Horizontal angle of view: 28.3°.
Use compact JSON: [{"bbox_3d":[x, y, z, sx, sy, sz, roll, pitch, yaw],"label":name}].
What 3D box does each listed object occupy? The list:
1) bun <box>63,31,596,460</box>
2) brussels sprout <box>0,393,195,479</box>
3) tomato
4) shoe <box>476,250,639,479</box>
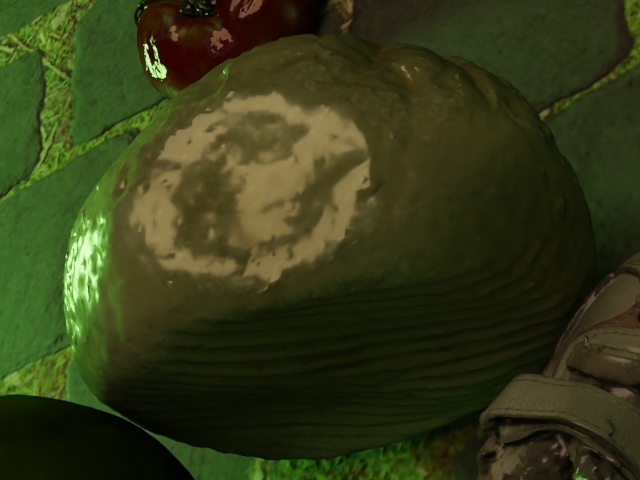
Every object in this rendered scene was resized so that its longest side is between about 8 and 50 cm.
[{"bbox_3d":[0.000,0.000,0.871,0.349,0.352,0.227,-3,59,-11],"label":"bun"},{"bbox_3d":[-0.202,0.258,0.798,0.276,0.371,0.315,-29,46,32],"label":"brussels sprout"},{"bbox_3d":[-0.101,-0.244,1.278,0.228,0.101,0.228,-18,54,27],"label":"tomato"},{"bbox_3d":[0.176,0.139,0.712,0.172,0.198,0.351,-2,60,35],"label":"shoe"}]
